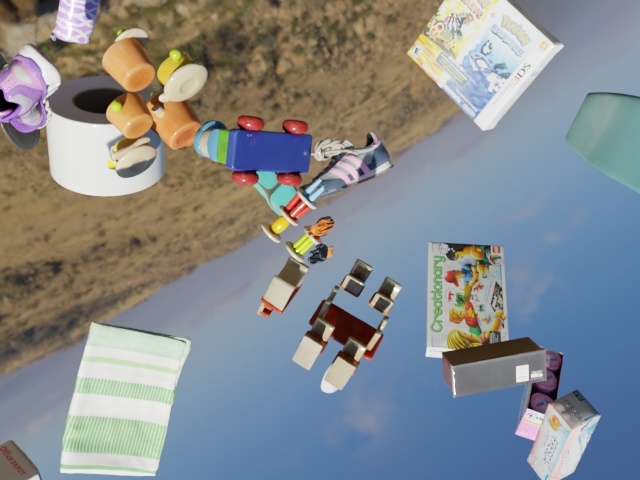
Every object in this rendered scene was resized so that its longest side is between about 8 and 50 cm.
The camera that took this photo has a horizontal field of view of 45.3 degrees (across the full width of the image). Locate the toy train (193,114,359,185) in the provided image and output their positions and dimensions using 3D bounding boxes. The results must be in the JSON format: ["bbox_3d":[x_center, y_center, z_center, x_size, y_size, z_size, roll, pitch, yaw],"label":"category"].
[{"bbox_3d":[-0.075,-0.152,1.262,0.248,0.105,0.143,-3,-165,-41],"label":"toy train"}]

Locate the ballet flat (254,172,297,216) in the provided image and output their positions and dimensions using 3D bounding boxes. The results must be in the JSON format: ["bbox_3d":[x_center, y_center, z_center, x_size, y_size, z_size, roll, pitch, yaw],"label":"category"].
[{"bbox_3d":[-0.128,-0.148,1.944,0.083,0.087,0.247,-42,139,-2],"label":"ballet flat"}]

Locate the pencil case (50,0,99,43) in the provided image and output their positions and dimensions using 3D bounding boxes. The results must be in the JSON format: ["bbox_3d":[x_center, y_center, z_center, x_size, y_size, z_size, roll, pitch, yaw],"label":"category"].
[{"bbox_3d":[-0.528,-0.532,1.673,0.086,0.088,0.206,0,123,-40],"label":"pencil case"}]

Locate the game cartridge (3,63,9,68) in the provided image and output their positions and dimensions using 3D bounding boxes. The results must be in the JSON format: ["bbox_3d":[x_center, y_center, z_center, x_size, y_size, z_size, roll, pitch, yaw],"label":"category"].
[{"bbox_3d":[-0.708,-0.348,1.731,0.017,0.083,0.056,6,159,10],"label":"game cartridge"}]

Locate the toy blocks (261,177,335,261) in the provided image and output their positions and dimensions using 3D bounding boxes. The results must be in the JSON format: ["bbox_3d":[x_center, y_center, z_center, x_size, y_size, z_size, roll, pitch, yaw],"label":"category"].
[{"bbox_3d":[-0.023,-0.042,1.503,0.148,0.123,0.054,-42,-150,14],"label":"toy blocks"}]

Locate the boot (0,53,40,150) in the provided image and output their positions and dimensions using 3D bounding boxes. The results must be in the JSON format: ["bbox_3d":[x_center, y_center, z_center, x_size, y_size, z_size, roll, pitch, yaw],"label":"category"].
[{"bbox_3d":[-0.819,-0.358,1.932,0.096,0.264,0.280,-38,-152,-22],"label":"boot"}]

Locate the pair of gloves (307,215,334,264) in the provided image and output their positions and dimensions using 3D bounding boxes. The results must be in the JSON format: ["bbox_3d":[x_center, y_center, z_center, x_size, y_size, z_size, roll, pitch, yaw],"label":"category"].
[{"bbox_3d":[0.000,0.000,1.333,0.010,0.083,0.074,16,-158,33],"label":"pair of gloves"}]

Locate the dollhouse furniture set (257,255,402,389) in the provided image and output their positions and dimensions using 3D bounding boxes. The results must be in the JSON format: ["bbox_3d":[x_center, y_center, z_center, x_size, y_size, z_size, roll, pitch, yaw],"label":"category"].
[{"bbox_3d":[0.009,0.157,1.602,0.262,0.259,0.135,-53,172,-46],"label":"dollhouse furniture set"}]

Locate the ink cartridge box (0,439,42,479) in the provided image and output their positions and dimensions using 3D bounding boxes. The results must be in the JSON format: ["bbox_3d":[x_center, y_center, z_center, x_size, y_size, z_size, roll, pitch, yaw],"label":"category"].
[{"bbox_3d":[-0.440,0.336,0.982,0.150,0.063,0.109,-26,-151,-33],"label":"ink cartridge box"}]

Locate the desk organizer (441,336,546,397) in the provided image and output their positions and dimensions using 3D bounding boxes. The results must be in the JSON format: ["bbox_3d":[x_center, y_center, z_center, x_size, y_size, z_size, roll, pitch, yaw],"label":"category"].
[{"bbox_3d":[0.233,0.169,1.036,0.130,0.047,0.050,-9,-164,-7],"label":"desk organizer"}]

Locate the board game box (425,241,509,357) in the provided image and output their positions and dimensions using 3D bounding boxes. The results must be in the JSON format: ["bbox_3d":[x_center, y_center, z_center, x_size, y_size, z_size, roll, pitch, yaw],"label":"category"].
[{"bbox_3d":[0.358,0.145,1.887,0.193,0.305,0.053,3,146,4],"label":"board game box"}]

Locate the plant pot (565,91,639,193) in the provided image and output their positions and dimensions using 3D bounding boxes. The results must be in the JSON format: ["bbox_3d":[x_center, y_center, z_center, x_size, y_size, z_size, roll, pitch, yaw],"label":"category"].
[{"bbox_3d":[0.608,-0.189,1.470,0.165,0.234,0.165,10,110,-40],"label":"plant pot"}]

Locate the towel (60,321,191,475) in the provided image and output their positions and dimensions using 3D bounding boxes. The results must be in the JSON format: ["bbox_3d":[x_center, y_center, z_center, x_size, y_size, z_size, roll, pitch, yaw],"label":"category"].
[{"bbox_3d":[-0.429,0.357,1.696,0.248,0.325,0.038,16,178,-38],"label":"towel"}]

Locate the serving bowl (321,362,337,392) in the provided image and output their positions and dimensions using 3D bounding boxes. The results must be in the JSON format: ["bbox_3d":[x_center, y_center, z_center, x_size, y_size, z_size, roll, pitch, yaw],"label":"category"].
[{"bbox_3d":[0.035,0.289,1.625,0.083,0.027,0.083,-45,150,-35],"label":"serving bowl"}]

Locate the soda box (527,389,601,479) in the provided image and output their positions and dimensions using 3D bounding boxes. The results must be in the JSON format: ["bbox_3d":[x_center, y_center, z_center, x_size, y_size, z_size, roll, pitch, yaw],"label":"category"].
[{"bbox_3d":[0.400,0.329,1.268,0.063,0.058,0.183,-20,139,-20],"label":"soda box"}]

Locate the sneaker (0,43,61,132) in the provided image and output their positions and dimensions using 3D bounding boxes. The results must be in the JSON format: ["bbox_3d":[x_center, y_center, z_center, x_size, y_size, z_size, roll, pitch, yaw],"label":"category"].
[{"bbox_3d":[-0.513,-0.237,1.290,0.104,0.095,0.236,-49,-171,-28],"label":"sneaker"}]

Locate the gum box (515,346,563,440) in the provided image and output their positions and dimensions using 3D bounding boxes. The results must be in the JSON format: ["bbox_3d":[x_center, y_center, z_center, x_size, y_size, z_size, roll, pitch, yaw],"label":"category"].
[{"bbox_3d":[0.495,0.341,1.727,0.107,0.062,0.188,95,16,-46],"label":"gum box"}]

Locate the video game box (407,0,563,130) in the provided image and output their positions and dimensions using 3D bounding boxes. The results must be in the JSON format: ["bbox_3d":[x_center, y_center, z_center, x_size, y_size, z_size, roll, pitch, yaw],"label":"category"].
[{"bbox_3d":[0.271,-0.322,1.293,0.048,0.205,0.187,-18,151,-51],"label":"video game box"}]

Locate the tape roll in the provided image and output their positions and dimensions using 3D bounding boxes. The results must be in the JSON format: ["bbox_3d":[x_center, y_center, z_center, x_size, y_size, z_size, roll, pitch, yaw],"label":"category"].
[{"bbox_3d":[-0.457,-0.227,1.639,0.246,0.246,0.169,-34,141,-45],"label":"tape roll"}]

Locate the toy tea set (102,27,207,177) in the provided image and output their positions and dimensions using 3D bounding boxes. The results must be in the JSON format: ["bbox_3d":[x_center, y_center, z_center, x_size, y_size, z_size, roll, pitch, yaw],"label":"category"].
[{"bbox_3d":[-0.312,-0.266,1.374,0.200,0.124,0.336,-29,160,-26],"label":"toy tea set"}]

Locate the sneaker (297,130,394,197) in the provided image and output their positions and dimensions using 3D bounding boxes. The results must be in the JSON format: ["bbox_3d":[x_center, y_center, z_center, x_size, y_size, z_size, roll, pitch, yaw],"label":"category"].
[{"bbox_3d":[0.051,-0.205,2.143,0.319,0.131,0.112,-24,-176,-29],"label":"sneaker"}]
